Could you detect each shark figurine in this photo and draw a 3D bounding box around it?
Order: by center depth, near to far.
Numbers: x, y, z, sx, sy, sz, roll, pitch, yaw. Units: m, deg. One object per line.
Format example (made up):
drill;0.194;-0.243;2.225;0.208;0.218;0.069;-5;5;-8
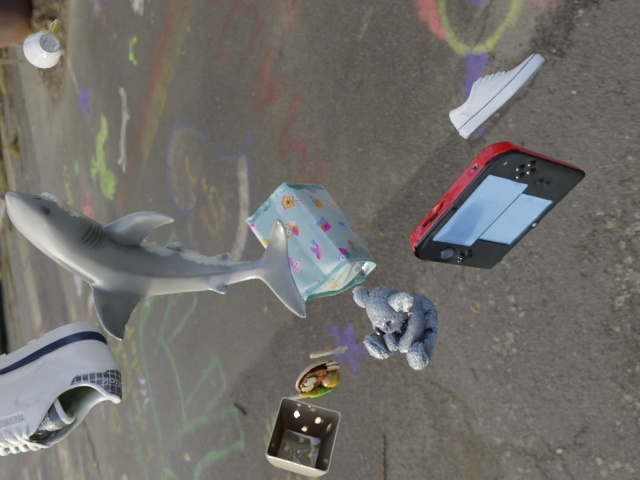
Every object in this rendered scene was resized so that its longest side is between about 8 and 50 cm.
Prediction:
shark figurine;-0.162;0.043;0.616;0.166;0.278;0.116;125;154;-60

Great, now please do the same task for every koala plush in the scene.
koala plush;0.190;0.191;1.615;0.196;0.221;0.203;5;60;45

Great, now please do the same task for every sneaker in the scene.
sneaker;-0.317;0.177;0.628;0.094;0.235;0.090;55;174;31
sneaker;0.415;-0.362;1.487;0.258;0.094;0.091;-43;82;25

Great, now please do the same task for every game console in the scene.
game console;0.444;-0.071;1.578;0.386;0.342;0.060;-53;39;35

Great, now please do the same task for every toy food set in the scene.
toy food set;-0.001;0.358;1.603;0.038;0.132;0.192;53;134;38

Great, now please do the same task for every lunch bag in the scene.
lunch bag;0.000;0.000;1.317;0.160;0.262;0.223;-42;75;19

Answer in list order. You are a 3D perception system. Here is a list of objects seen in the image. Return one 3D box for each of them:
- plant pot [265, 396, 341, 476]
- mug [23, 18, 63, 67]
plant pot;-0.035;0.356;1.086;0.096;0.109;0.109;104;-177;-51
mug;-0.484;-0.348;1.085;0.064;0.062;0.078;5;104;55
